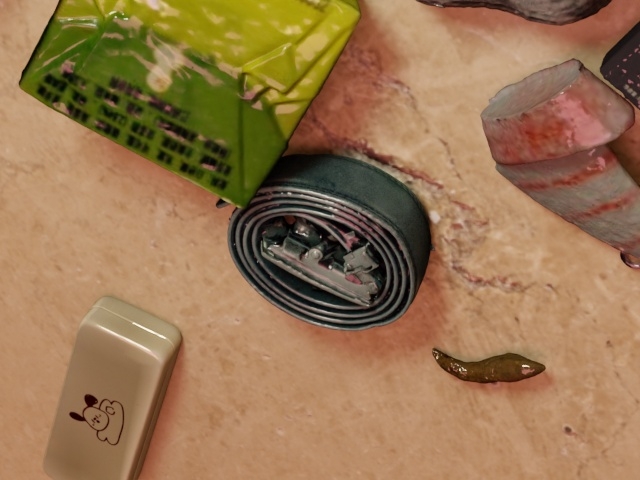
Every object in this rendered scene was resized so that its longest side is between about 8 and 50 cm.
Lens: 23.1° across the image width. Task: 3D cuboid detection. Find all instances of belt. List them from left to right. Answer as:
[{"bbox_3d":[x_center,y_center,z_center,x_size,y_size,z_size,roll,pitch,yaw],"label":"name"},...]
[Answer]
[{"bbox_3d":[0.000,0.000,1.872,0.267,0.116,0.206,19,130,8],"label":"belt"}]

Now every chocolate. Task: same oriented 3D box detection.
[{"bbox_3d":[-0.139,-0.231,1.744,0.301,0.137,0.289,28,122,-8],"label":"chocolate"},{"bbox_3d":[0.193,-0.284,1.625,0.248,0.110,0.110,14,124,19],"label":"chocolate"}]

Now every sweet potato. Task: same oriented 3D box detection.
[{"bbox_3d":[0.209,0.158,1.932,0.153,0.038,0.041,2,98,31],"label":"sweet potato"}]

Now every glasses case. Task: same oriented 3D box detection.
[{"bbox_3d":[-0.291,0.227,2.165,0.131,0.070,0.313,26,126,7],"label":"glasses case"}]

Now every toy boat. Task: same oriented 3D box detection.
[{"bbox_3d":[0.307,-0.060,1.727,0.282,0.096,0.206,46,142,-17],"label":"toy boat"}]

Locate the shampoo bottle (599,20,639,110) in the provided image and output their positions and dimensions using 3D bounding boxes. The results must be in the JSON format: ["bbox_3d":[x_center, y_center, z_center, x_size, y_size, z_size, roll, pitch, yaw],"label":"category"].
[{"bbox_3d":[0.420,-0.249,1.571,0.098,0.071,0.309,42,125,-2],"label":"shampoo bottle"}]

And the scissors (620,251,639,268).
[{"bbox_3d":[0.401,-0.023,1.746,0.176,0.022,0.085,-23,107,35],"label":"scissors"}]
